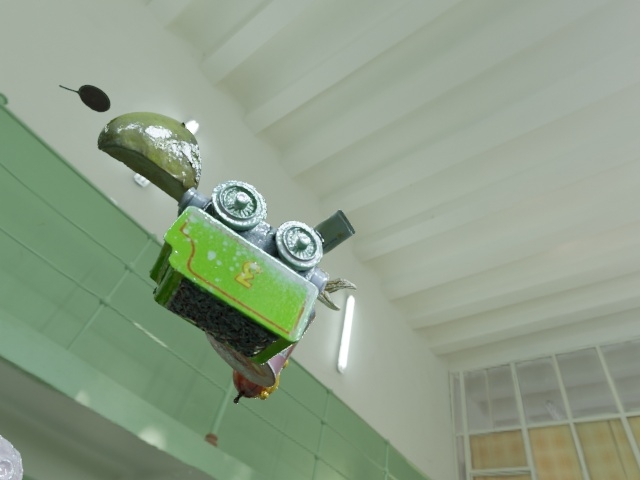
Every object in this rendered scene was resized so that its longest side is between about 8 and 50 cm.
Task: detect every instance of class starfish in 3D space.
[{"bbox_3d":[0.005,0.160,1.395,0.216,0.238,0.071,-22,-53,-7],"label":"starfish"}]

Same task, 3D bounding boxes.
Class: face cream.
[{"bbox_3d":[0.000,0.000,1.334,0.224,0.070,0.114,-33,-55,4],"label":"face cream"}]

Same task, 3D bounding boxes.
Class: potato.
[{"bbox_3d":[-0.463,-0.249,1.128,0.112,0.255,0.269,-20,-100,27],"label":"potato"}]

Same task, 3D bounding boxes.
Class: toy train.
[{"bbox_3d":[-0.141,0.051,0.731,0.307,0.248,0.173,35,-43,-11],"label":"toy train"}]

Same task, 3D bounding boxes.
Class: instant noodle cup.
[{"bbox_3d":[-0.151,0.238,1.141,0.243,0.231,0.242,25,-40,23],"label":"instant noodle cup"}]

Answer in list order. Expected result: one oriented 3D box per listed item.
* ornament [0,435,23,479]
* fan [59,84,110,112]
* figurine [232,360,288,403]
[{"bbox_3d":[-0.869,0.604,1.002,0.225,0.259,0.259,19,-44,-32],"label":"ornament"},{"bbox_3d":[-0.647,-0.399,1.131,0.134,0.005,0.085,18,-41,-15],"label":"fan"},{"bbox_3d":[-0.270,0.533,1.768,0.196,0.322,0.320,18,-21,-35],"label":"figurine"}]
